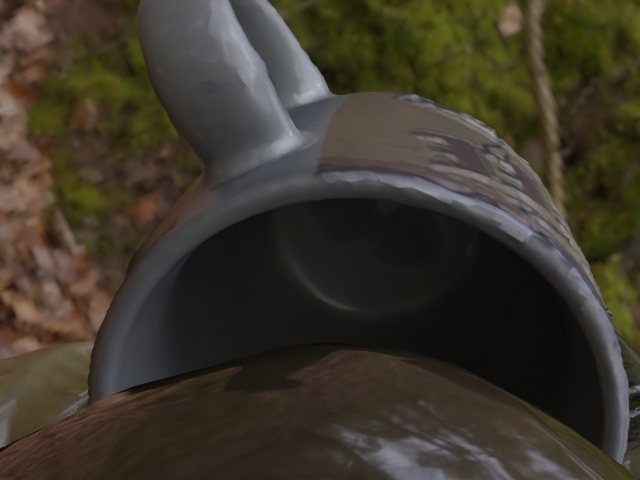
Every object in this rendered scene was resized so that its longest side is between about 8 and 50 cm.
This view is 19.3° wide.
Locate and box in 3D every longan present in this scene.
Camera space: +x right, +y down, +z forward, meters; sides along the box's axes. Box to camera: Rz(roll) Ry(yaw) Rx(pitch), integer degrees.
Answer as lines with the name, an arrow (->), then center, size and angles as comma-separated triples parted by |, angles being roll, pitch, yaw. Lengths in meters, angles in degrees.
longan -> -0.018, 0.222, 0.582 | 0.404, 0.336, 0.405 | -177, -90, -78

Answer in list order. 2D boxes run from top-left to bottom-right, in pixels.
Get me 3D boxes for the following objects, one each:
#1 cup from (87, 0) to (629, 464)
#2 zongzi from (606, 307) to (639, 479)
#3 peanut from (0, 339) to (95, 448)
cup -> 0.000, 0.000, 0.889 | 0.301, 0.227, 0.257 | 62, 10, -19
zongzi -> 0.232, 0.184, 1.191 | 0.221, 0.112, 0.242 | 49, 21, -26
peanut -> -0.079, 0.121, 1.062 | 0.174, 0.340, 0.158 | -12, -87, 58
